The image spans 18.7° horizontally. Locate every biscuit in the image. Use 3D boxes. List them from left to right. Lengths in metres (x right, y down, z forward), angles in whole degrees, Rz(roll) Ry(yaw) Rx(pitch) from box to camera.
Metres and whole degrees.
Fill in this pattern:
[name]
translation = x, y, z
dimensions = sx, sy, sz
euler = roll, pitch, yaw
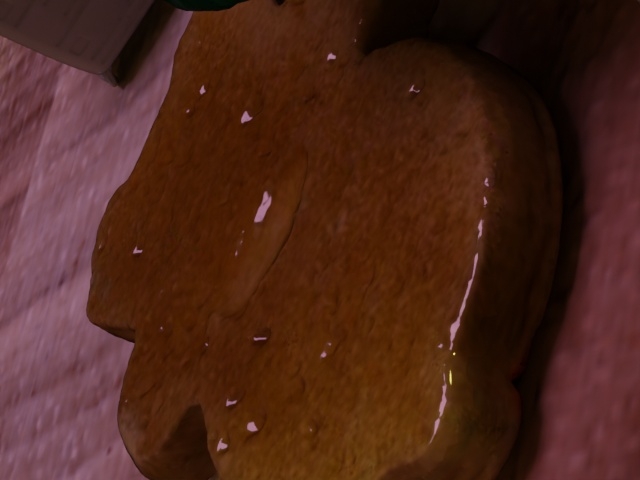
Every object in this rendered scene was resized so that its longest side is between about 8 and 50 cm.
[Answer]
[biscuit]
translation = 0.000, 0.000, 0.520
dimensions = 0.166, 0.036, 0.225
euler = -65, 29, 3

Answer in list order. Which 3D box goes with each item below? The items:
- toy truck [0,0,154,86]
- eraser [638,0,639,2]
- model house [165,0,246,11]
[toy truck]
translation = -0.065, -0.181, 0.726
dimensions = 0.242, 0.101, 0.125
euler = -56, 39, 14
[eraser]
translation = 0.098, -0.152, 0.404
dimensions = 0.213, 0.082, 0.397
euler = -62, 26, 10
[model house]
translation = -0.078, -0.237, 0.430
dimensions = 0.230, 0.248, 0.280
euler = -50, 30, 31
